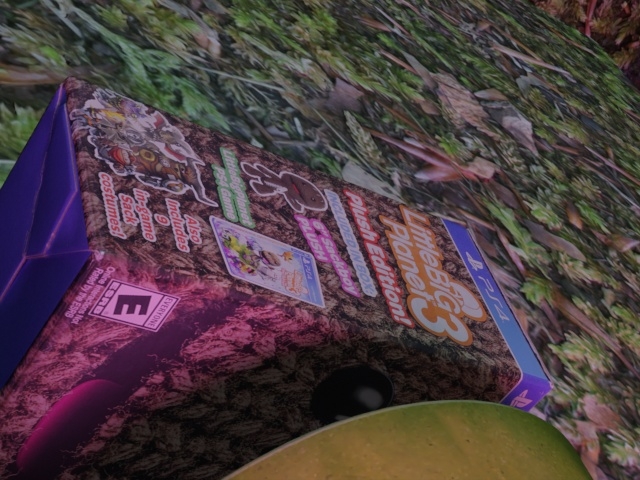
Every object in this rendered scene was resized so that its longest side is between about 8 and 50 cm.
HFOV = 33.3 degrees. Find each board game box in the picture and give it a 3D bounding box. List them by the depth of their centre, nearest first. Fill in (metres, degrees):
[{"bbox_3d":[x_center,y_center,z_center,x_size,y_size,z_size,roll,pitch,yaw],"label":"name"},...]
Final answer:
[{"bbox_3d":[-0.061,0.078,0.625,0.291,0.232,0.141,18,33,-33],"label":"board game box"}]

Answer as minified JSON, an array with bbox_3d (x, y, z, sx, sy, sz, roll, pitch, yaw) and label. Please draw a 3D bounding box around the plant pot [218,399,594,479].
[{"bbox_3d":[0.067,0.258,0.396,0.275,0.275,0.293,16,25,-37],"label":"plant pot"}]
